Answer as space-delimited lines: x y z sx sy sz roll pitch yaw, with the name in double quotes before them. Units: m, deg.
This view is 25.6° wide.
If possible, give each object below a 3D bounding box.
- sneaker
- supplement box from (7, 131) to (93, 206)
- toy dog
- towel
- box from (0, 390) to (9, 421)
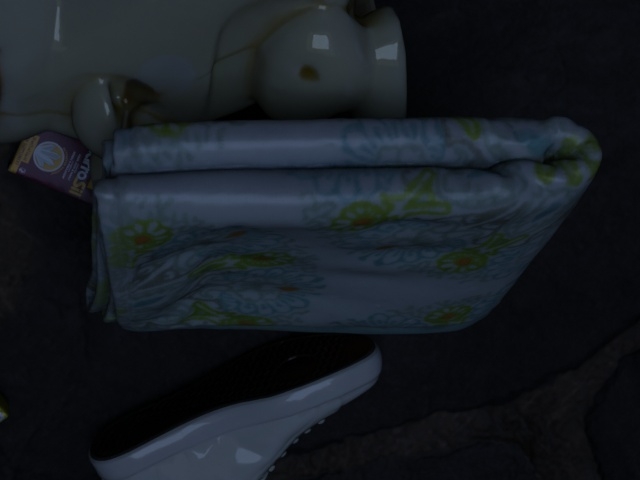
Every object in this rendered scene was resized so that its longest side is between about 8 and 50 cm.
"sneaker" -0.064 0.184 1.338 0.290 0.106 0.123 -23 114 5
"supplement box" -0.232 -0.073 1.264 0.083 0.043 0.055 23 97 -16
"toy dog" -0.154 -0.183 1.075 0.408 0.395 0.284 -11 68 -4
"towel" 0.000 0.000 1.127 0.375 0.320 0.090 -2 72 -10
"box" -0.381 0.119 1.285 0.105 0.043 0.179 -36 110 0
